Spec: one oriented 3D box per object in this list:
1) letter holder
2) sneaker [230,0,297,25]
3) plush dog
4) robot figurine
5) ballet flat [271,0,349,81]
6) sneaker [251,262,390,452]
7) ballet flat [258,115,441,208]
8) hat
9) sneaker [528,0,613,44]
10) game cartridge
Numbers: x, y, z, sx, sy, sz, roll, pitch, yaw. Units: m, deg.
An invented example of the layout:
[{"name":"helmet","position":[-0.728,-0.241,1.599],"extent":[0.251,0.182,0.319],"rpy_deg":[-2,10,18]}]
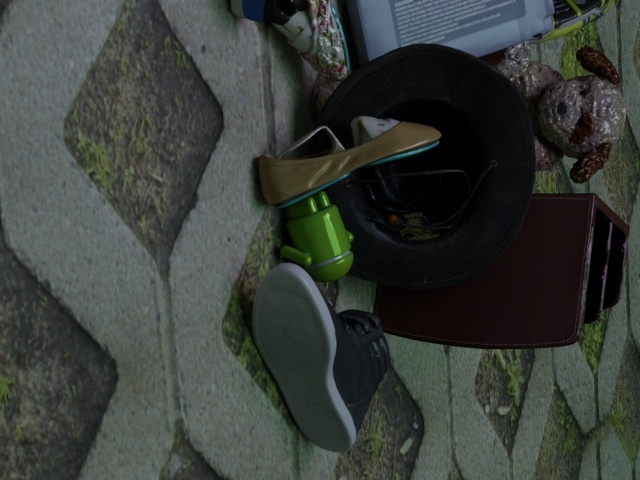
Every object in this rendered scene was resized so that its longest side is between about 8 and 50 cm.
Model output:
[{"name":"letter holder","position":[0.247,0.057,1.700],"extent":[0.152,0.301,0.214],"rpy_deg":[29,67,-55]},{"name":"sneaker","position":[-0.057,-0.312,1.365],"extent":[0.058,0.084,0.152],"rpy_deg":[-43,143,-48]},{"name":"plush dog","position":[0.377,-0.191,1.970],"extent":[0.210,0.225,0.262],"rpy_deg":[17,77,-57]},{"name":"robot figurine","position":[0.000,0.000,1.509],"extent":[0.101,0.067,0.115],"rpy_deg":[-30,103,-49]},{"name":"ballet flat","position":[-0.032,-0.297,1.466],"extent":[0.077,0.091,0.241],"rpy_deg":[-23,109,-23]},{"name":"sneaker","position":[0.005,0.110,1.509],"extent":[0.147,0.104,0.296],"rpy_deg":[-59,144,-41]},{"name":"ballet flat","position":[0.034,-0.110,1.470],"extent":[0.232,0.080,0.073],"rpy_deg":[-22,98,-14]},{"name":"hat","position":[0.123,-0.107,1.609],"extent":[0.134,0.331,0.331],"rpy_deg":[-110,-176,-65]},{"name":"sneaker","position":[0.436,-0.411,2.139],"extent":[0.384,0.145,0.147],"rpy_deg":[-36,152,-38]},{"name":"game cartridge","position":[0.173,-0.338,1.663],"extent":[0.297,0.062,0.198],"rpy_deg":[-20,109,-18]}]
